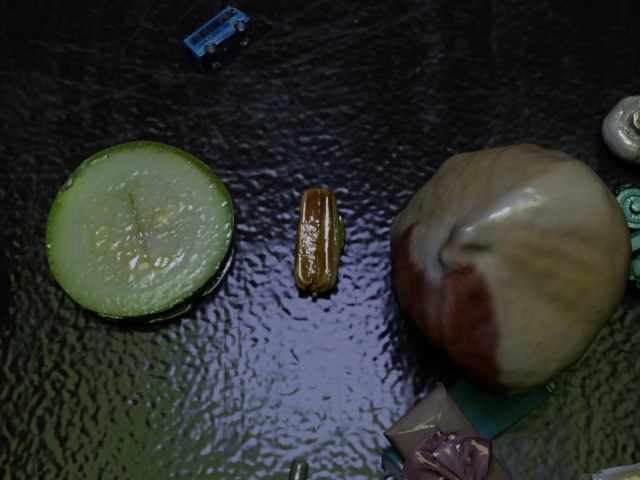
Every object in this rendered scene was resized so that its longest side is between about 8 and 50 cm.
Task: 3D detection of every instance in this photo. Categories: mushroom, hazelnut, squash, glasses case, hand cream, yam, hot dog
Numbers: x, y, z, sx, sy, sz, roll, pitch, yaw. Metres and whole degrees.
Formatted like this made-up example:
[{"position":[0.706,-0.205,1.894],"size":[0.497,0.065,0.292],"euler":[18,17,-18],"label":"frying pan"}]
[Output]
[{"position":[0.369,-0.129,1.258],"size":[0.084,0.067,0.083],"euler":[0,77,1],"label":"mushroom"},{"position":[0.185,0.019,1.103],"size":[0.261,0.241,0.261],"euler":[-16,62,32],"label":"hazelnut"},{"position":[-0.207,-0.012,1.234],"size":[0.219,0.041,0.219],"euler":[0,69,1],"label":"squash"},{"position":[0.145,0.249,1.086],"size":[0.102,0.070,0.193],"euler":[-36,91,-20],"label":"glasses case"},{"position":[0.149,0.192,1.160],"size":[0.224,0.048,0.083],"euler":[-35,74,-18],"label":"hand cream"},{"position":[-0.032,0.286,1.133],"size":[0.021,0.021,0.116],"euler":[11,69,4],"label":"yam"},{"position":[0.000,0.000,1.233],"size":[0.056,0.041,0.133],"euler":[1,75,10],"label":"hot dog"}]

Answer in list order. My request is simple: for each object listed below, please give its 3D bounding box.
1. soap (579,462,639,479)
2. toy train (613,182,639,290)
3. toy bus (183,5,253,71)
[{"position":[0.396,0.286,1.101],"size":[0.232,0.073,0.140],"euler":[-9,74,-4],"label":"soap"},{"position":[0.407,-0.017,1.210],"size":[0.200,0.083,0.132],"euler":[-25,75,-7],"label":"toy train"},{"position":[-0.124,-0.247,1.322],"size":[0.083,0.038,0.046],"euler":[-40,71,-14],"label":"toy bus"}]
